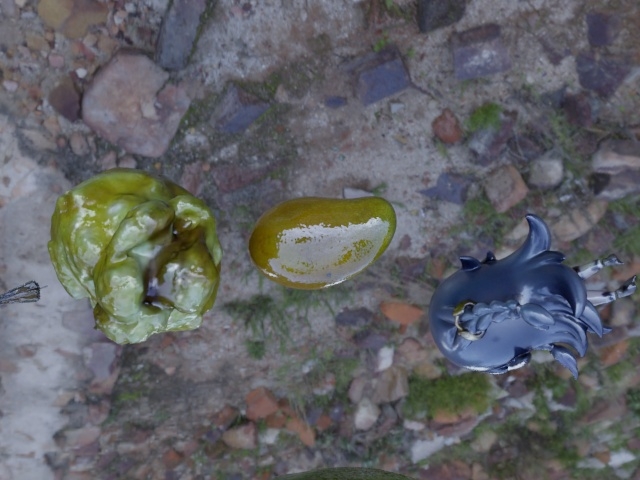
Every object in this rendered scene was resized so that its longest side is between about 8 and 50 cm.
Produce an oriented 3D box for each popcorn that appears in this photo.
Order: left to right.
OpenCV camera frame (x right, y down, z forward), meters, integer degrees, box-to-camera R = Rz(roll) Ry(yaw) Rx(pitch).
[{"bbox_3d":[-0.251,0.017,0.850,0.276,0.276,0.226,32,84,-39],"label":"popcorn"}]

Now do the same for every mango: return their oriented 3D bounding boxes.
[{"bbox_3d":[0.000,0.000,0.858,0.227,0.136,0.099,-13,-179,20],"label":"mango"}]

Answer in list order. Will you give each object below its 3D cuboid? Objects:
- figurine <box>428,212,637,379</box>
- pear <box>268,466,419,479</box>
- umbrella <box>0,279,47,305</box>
[{"bbox_3d":[0.277,0.092,0.852,0.196,0.175,0.265,19,136,-22],"label":"figurine"},{"bbox_3d":[0.045,0.248,0.420,0.139,0.288,0.239,-42,125,13],"label":"pear"},{"bbox_3d":[-0.393,0.072,0.777,0.083,0.032,0.020,-14,166,-12],"label":"umbrella"}]
